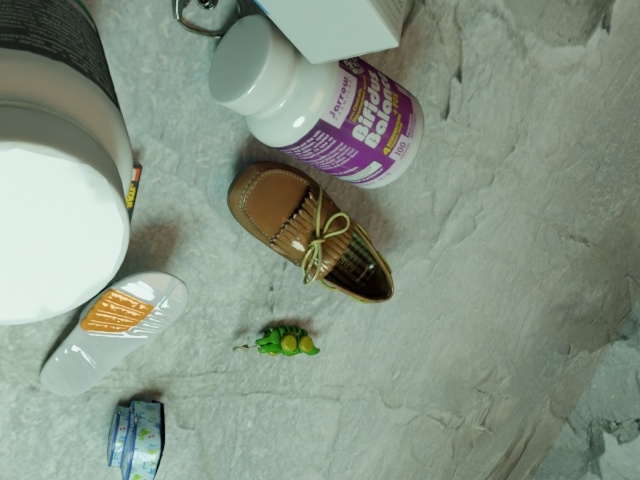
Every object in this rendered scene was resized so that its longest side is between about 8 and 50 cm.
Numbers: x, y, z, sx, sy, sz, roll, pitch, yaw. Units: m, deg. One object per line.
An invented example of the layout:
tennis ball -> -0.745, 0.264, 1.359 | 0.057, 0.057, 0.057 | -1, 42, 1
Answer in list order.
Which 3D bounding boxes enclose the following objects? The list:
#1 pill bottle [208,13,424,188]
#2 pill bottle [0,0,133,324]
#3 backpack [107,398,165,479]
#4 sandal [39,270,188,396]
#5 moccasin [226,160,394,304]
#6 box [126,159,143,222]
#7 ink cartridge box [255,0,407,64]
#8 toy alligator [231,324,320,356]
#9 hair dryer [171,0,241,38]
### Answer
pill bottle -> -0.002, -0.193, 0.961 | 0.302, 0.169, 0.169 | 19, 102, -44
pill bottle -> -0.286, -0.107, 0.623 | 0.204, 0.361, 0.204 | -13, 131, -16
backpack -> -0.289, 0.318, 1.062 | 0.084, 0.114, 0.105 | 7, 112, -20
sandal -> -0.303, 0.118, 0.973 | 0.265, 0.076, 0.102 | -39, 121, 14
moccasin -> -0.002, 0.002, 1.087 | 0.139, 0.147, 0.380 | -49, 134, -6
box -> -0.298, -0.044, 0.908 | 0.094, 0.027, 0.137 | 1, 113, -40
ink cartridge box -> 0.014, -0.400, 0.780 | 0.223, 0.129, 0.307 | 36, 59, -49
toy alligator -> -0.076, 0.174, 1.198 | 0.190, 0.056, 0.051 | 11, 65, -40
hair dryer -> -0.145, -0.392, 0.795 | 0.223, 0.080, 0.293 | -53, 134, -1
